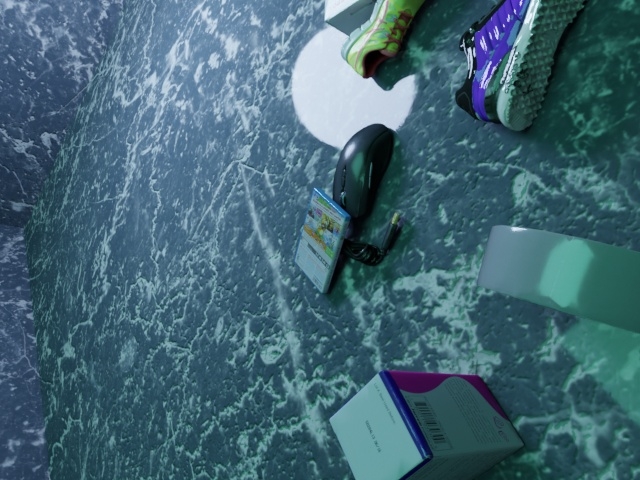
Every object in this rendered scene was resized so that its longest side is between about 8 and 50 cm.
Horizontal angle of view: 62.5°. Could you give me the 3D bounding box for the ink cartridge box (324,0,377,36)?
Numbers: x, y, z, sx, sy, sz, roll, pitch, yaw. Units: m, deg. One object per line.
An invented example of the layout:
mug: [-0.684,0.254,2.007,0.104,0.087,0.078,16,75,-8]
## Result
ink cartridge box: [0.088,-0.535,1.052,0.148,0.086,0.203,-13,70,45]

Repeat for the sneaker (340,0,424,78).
sneaker: [0.130,-0.386,0.979,0.208,0.082,0.094,-44,57,38]

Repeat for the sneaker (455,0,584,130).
sneaker: [0.278,-0.316,0.772,0.146,0.102,0.293,28,100,48]

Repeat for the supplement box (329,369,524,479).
supplement box: [0.138,0.243,0.669,0.114,0.220,0.111,-51,46,26]

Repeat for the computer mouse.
computer mouse: [0.078,-0.086,0.950,0.184,0.060,0.261,29,100,48]

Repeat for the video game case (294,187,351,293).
video game case: [0.000,0.000,0.999,0.119,0.015,0.166,47,130,46]

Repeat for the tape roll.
tape roll: [0.286,0.046,0.568,0.219,0.219,0.072,17,93,48]
